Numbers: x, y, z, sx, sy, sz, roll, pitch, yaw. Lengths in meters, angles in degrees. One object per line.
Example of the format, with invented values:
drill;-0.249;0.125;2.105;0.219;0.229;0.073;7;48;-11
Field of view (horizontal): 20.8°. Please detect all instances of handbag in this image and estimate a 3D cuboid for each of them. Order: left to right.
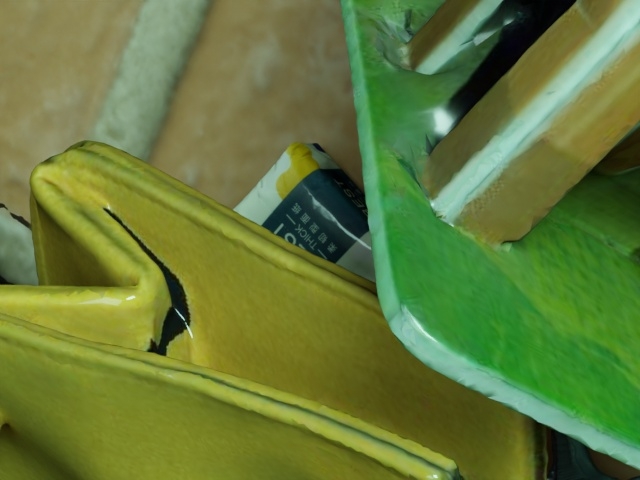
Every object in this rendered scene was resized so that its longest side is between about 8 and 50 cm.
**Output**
handbag;-0.029;0.177;0.728;0.283;0.133;0.401;19;131;29

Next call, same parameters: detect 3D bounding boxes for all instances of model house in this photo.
model house;0.226;-0.094;0.602;0.323;0.340;0.300;-47;29;32

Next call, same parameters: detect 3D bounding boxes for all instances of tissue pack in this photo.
tissue pack;0.000;0.000;0.860;0.062;0.042;0.083;-47;72;18

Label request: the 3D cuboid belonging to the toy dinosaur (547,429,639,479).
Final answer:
toy dinosaur;0.131;0.139;0.798;0.080;0.045;0.197;-17;77;39
